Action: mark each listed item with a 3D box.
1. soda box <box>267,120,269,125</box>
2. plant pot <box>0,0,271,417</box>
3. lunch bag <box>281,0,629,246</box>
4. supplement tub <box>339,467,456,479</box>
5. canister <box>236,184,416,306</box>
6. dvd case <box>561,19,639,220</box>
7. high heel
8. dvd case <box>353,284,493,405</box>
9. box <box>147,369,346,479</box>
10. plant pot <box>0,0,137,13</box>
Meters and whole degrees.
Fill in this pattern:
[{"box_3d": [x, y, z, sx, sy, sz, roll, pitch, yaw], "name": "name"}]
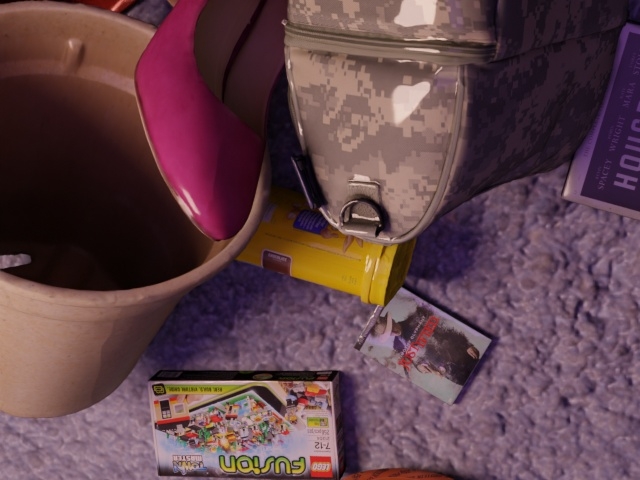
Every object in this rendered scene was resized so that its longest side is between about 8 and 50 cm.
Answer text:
[{"box_3d": [-0.148, -0.137, 1.185, 0.181, 0.061, 0.058, 30, 108, 6], "name": "soda box"}, {"box_3d": [-0.248, 0.000, 1.097, 0.333, 0.334, 0.305, 34, 139, 5], "name": "plant pot"}, {"box_3d": [0.115, -0.149, 0.986, 0.212, 0.305, 0.256, 11, 111, 36], "name": "lunch bag"}, {"box_3d": [0.079, 0.407, 1.179, 0.193, 0.193, 0.316, 4, 103, 13], "name": "supplement tub"}, {"box_3d": [0.000, 0.000, 1.146, 0.169, 0.126, 0.073, 16, 106, 12], "name": "canister"}, {"box_3d": [0.366, -0.092, 1.085, 0.238, 0.029, 0.179, 16, 105, 9], "name": "dvd case"}, {"box_3d": [-0.053, -0.175, 0.979, 0.181, 0.127, 0.377, -26, 50, 21], "name": "high heel"}, {"box_3d": [0.105, 0.106, 1.201, 0.119, 0.013, 0.087, 32, 107, 6], "name": "dvd case"}, {"box_3d": [-0.079, 0.199, 1.254, 0.206, 0.036, 0.114, -2, 102, 14], "name": "box"}, {"box_3d": [-0.258, -0.362, 1.073, 0.267, 0.267, 0.236, -31, 81, 18], "name": "plant pot"}]
